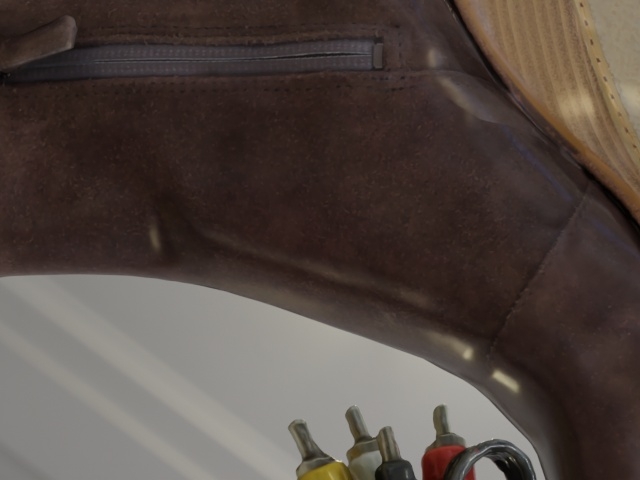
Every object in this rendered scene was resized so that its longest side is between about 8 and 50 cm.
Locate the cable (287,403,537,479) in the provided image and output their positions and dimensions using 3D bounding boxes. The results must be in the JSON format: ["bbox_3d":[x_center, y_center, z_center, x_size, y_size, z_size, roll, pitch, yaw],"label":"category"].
[{"bbox_3d":[0.070,0.228,0.978,0.072,0.139,0.287,123,-41,-69],"label":"cable"}]

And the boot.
[{"bbox_3d":[0.000,0.000,0.475,0.090,0.206,0.248,71,11,-78],"label":"boot"}]
